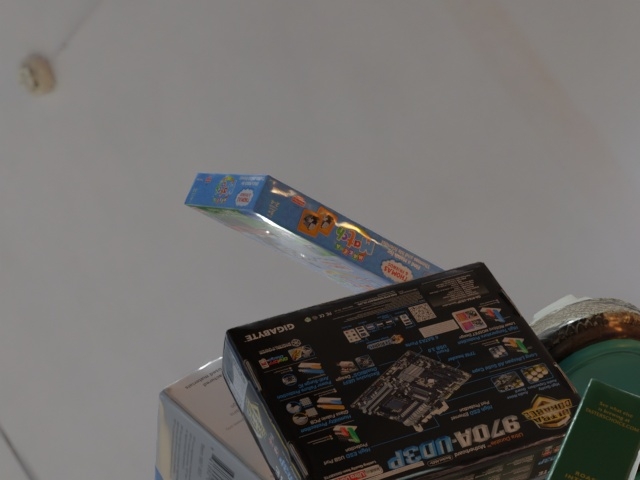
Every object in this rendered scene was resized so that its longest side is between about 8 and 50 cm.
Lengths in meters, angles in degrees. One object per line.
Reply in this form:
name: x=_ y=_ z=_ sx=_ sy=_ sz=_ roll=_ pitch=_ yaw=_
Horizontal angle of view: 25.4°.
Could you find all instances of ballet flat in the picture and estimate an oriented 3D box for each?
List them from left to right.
ballet flat: x=0.253 y=0.162 z=1.280 sx=0.164 sy=0.182 sz=0.483 roll=-21 pitch=-43 yaw=9

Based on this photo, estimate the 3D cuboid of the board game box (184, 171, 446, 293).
board game box: x=0.000 y=0.000 z=1.282 sx=0.211 sy=0.039 sz=0.160 roll=27 pitch=-9 yaw=-25

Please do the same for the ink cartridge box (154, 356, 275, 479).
ink cartridge box: x=-0.016 y=0.280 z=1.365 sx=0.307 sy=0.129 sz=0.223 roll=37 pitch=-44 yaw=31

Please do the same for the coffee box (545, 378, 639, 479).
coffee box: x=0.116 y=0.168 z=0.705 sx=0.040 sy=0.184 sz=0.113 roll=19 pitch=-49 yaw=16

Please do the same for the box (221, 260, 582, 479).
box: x=0.062 y=0.112 z=1.019 sx=0.051 sy=0.220 sz=0.175 roll=98 pitch=-30 yaw=-43
